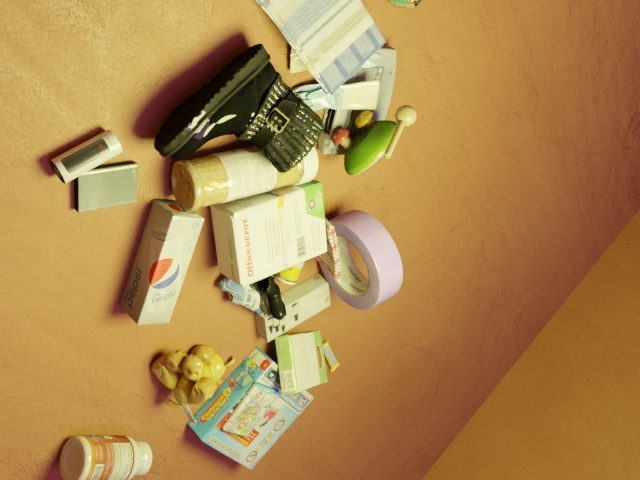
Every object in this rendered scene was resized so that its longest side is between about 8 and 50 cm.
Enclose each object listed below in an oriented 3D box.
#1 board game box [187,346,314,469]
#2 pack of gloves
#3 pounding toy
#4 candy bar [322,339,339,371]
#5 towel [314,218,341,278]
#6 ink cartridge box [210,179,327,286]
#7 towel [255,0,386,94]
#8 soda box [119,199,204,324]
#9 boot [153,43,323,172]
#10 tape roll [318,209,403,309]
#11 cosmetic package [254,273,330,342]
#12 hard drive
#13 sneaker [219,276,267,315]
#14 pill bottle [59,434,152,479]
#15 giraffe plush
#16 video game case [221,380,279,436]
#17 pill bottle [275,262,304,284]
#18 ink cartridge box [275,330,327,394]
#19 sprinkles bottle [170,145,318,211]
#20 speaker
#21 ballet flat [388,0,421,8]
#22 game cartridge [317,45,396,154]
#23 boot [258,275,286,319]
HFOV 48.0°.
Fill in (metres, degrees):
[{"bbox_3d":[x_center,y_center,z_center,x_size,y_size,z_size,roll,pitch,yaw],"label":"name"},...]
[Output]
[{"bbox_3d":[-0.204,0.517,2.196,0.302,0.086,0.308,-47,140,-9],"label":"board game box"},{"bbox_3d":[0.033,-0.412,1.772,0.232,0.046,0.195,-6,133,-13],"label":"pack of gloves"},{"bbox_3d":[0.117,-0.272,1.828,0.110,0.237,0.183,44,63,-15],"label":"pounding toy"},{"bbox_3d":[0.029,0.383,2.391,0.040,0.018,0.161,-41,140,-17],"label":"candy bar"},{"bbox_3d":[0.000,0.000,1.989,0.029,0.144,0.197,-29,135,-21],"label":"towel"},{"bbox_3d":[-0.128,-0.031,1.835,0.278,0.117,0.201,-22,120,-34],"label":"ink cartridge box"},{"bbox_3d":[0.005,-0.503,1.643,0.209,0.034,0.285,-46,117,-10],"label":"towel"},{"bbox_3d":[-0.373,0.053,1.684,0.091,0.098,0.286,4,114,-47],"label":"soda box"},{"bbox_3d":[-0.168,-0.235,1.598,0.348,0.131,0.260,-44,120,-13],"label":"boot"},{"bbox_3d":[0.105,0.055,2.029,0.090,0.275,0.274,-27,134,-31],"label":"tape roll"},{"bbox_3d":[-0.078,0.197,2.115,0.239,0.060,0.098,-28,135,-29],"label":"cosmetic package"},{"bbox_3d":[-0.457,-0.116,1.538,0.135,0.022,0.094,-15,127,-39],"label":"hard drive"},{"bbox_3d":[-0.206,0.143,1.951,0.081,0.080,0.211,-25,139,2],"label":"sneaker"},{"bbox_3d":[-0.548,0.564,1.854,0.216,0.121,0.121,19,102,-51],"label":"pill bottle"},{"bbox_3d":[-0.319,0.352,1.921,0.170,0.181,0.210,-43,134,-48],"label":"giraffe plush"},{"bbox_3d":[-0.202,0.495,2.100,0.166,0.015,0.119,-54,141,-1],"label":"video game case"},{"bbox_3d":[-0.079,0.059,2.013,0.065,0.065,0.116,7,111,-48],"label":"pill bottle"},{"bbox_3d":[-0.057,0.367,2.197,0.235,0.056,0.171,8,73,-69],"label":"ink cartridge box"},{"bbox_3d":[-0.174,-0.163,1.712,0.355,0.121,0.121,-18,129,-37],"label":"sprinkles bottle"},{"bbox_3d":[-0.473,-0.171,1.458,0.136,0.055,0.055,-34,137,-23],"label":"speaker"},{"bbox_3d":[0.304,-0.693,1.832,0.316,0.106,0.107,-46,140,-11],"label":"ballet flat"},{"bbox_3d":[0.104,-0.371,1.902,0.196,0.060,0.294,-6,121,-39],"label":"game cartridge"},{"bbox_3d":[-0.135,0.150,1.986,0.045,0.121,0.099,-17,149,7],"label":"boot"}]
